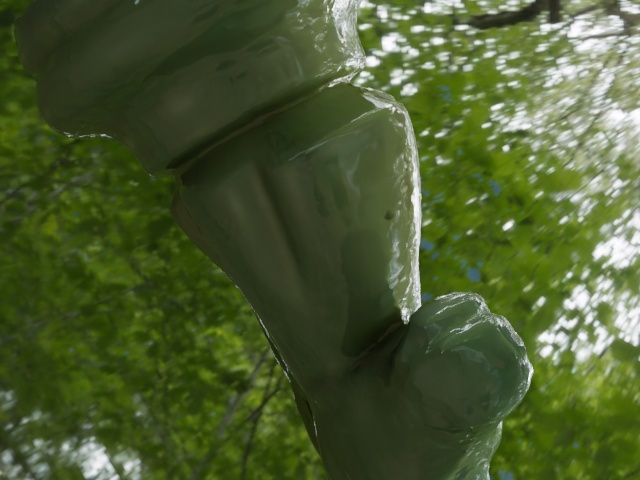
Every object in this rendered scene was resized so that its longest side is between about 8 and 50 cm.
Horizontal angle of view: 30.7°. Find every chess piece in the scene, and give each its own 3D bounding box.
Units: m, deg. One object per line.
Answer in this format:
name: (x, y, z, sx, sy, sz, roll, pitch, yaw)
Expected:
chess piece: (0.000, 0.000, 0.530, 0.176, 0.176, 0.298, -26, -87, 25)
